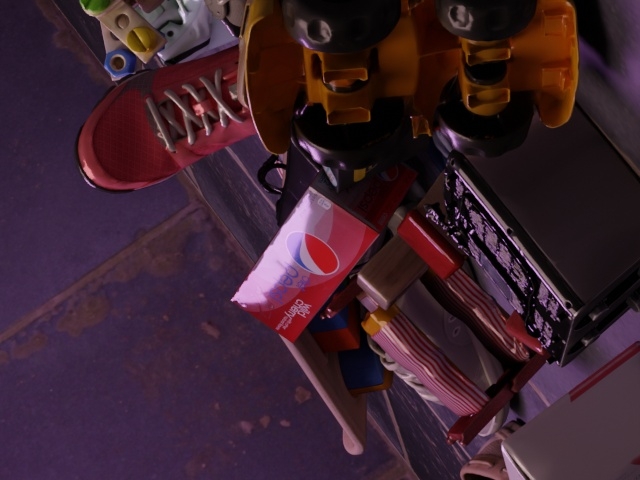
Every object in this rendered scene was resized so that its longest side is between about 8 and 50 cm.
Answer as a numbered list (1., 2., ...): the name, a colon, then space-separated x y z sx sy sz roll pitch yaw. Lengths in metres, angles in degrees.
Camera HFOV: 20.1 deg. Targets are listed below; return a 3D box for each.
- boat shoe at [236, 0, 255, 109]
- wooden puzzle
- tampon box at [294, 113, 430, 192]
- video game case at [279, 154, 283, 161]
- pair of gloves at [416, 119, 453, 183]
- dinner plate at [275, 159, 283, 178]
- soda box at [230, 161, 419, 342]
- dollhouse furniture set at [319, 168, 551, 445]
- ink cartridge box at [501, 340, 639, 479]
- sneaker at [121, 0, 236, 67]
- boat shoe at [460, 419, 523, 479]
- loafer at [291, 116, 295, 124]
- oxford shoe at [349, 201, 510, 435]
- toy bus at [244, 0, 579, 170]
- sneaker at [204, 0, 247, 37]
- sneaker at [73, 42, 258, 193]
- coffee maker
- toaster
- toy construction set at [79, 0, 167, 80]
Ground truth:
1. boat shoe: -0.049 -0.205 1.769 0.063 0.170 0.059 21 171 -31
2. wooden puzzle: 0.027 0.045 2.204 0.348 0.080 0.322 66 -160 -52
3. tampon box: 0.022 -0.150 1.660 0.161 0.101 0.120 61 171 20
4. video game case: -0.035 -0.124 2.517 0.190 0.022 0.173 56 173 -2
5. pair of gloves: 0.128 -0.069 1.753 0.159 0.023 0.198 56 173 -22
6. dinner plate: -0.023 -0.066 2.696 0.141 0.017 0.141 54 172 12
7. soda box: 0.000 0.000 1.811 0.083 0.092 0.263 34 147 -1
8. dollhouse furniture set: 0.127 0.071 1.713 0.201 0.152 0.374 44 173 3
9. ink cartridge box: 0.256 0.207 1.623 0.092 0.158 0.218 51 171 27
10. sneaker: -0.171 -0.299 2.119 0.094 0.151 0.256 51 170 37
11. boat shoe: 0.273 0.325 2.200 0.122 0.110 0.341 58 172 -17
12. loafer: 0.014 -0.103 2.080 0.220 0.080 0.078 51 171 29
13. oxford shoe: 0.125 0.115 2.160 0.169 0.130 0.449 48 171 33
14. toy bus: 0.059 -0.172 1.253 0.149 0.220 0.211 84 -176 -50
15. sneaker: -0.088 -0.282 1.801 0.262 0.099 0.121 54 -161 -78
16. sneaker: -0.107 -0.150 1.838 0.116 0.313 0.136 64 161 -4
17. coffee maker: 0.006 -0.069 1.910 0.171 0.120 0.178 26 148 10
18. toaster: 0.173 -0.013 1.384 0.186 0.110 0.168 52 171 17
19. toy construction set: -0.238 -0.356 1.975 0.328 0.215 0.151 51 -166 -11
